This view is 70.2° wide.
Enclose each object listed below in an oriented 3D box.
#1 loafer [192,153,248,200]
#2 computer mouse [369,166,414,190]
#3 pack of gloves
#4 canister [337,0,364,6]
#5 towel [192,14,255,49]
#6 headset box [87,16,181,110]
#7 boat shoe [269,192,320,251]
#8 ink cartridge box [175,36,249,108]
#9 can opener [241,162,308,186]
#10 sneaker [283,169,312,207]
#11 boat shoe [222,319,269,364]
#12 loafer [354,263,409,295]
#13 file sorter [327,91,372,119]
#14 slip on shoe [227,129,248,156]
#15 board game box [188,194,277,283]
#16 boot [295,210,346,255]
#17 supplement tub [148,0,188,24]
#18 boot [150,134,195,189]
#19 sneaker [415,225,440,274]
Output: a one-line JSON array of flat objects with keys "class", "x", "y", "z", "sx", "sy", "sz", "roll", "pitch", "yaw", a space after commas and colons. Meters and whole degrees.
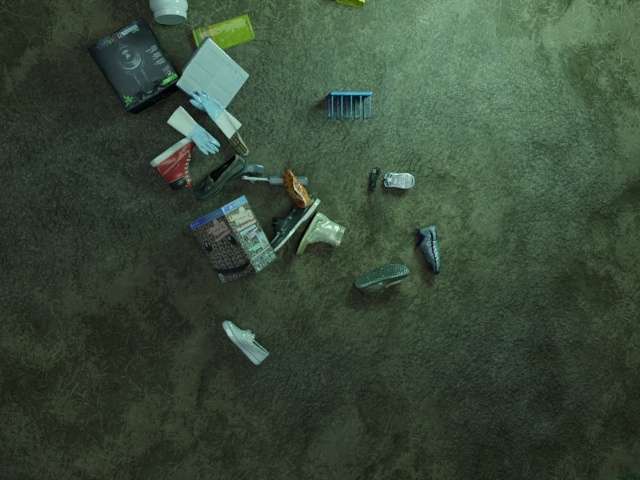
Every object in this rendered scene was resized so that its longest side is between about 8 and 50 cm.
[{"class": "loafer", "x": -0.428, "y": -0.269, "z": 1.879, "sx": 0.267, "sy": 0.084, "sz": 0.096, "roll": -34, "pitch": 63, "yaw": 5}, {"class": "computer mouse", "x": 0.316, "y": -0.263, "z": 2.010, "sx": 0.192, "sy": 0.042, "sz": 0.106, "roll": 6, "pitch": 93, "yaw": -2}, {"class": "pack of gloves", "x": -0.453, "y": -0.465, "z": 1.812, "sx": 0.232, "sy": 0.046, "sz": 0.195, "roll": 41, "pitch": 86, "yaw": -34}, {"class": "canister", "x": 0.134, "y": -1.061, "z": 1.855, "sx": 0.126, "sy": 0.073, "sz": 0.170, "roll": 10, "pitch": 96, "yaw": -8}, {"class": "towel", "x": -0.394, "y": -0.837, "z": 1.853, "sx": 0.237, "sy": 0.021, "sz": 0.102, "roll": -19, "pitch": 101, "yaw": -4}, {"class": "headset box", "x": -0.708, "y": -0.667, "z": 1.786, "sx": 0.246, "sy": 0.131, "sz": 0.283, "roll": -29, "pitch": 101, "yaw": -1}, {"class": "boat shoe", "x": -0.151, "y": -0.077, "z": 1.939, "sx": 0.113, "sy": 0.127, "sz": 0.340, "roll": 42, "pitch": 90, "yaw": -9}, {"class": "ink cartridge box", "x": -0.432, "y": -0.642, "z": 1.811, "sx": 0.223, "sy": 0.045, "sz": 0.224, "roll": 36, "pitch": 91, "yaw": -43}, {"class": "can opener", "x": -0.195, "y": -0.278, "z": 1.930, "sx": 0.283, "sy": 0.076, "sz": 0.095, "roll": 1, "pitch": 99, "yaw": -8}, {"class": "sneaker", "x": -0.098, "y": -0.213, "z": 1.891, "sx": 0.064, "sy": 0.067, "sz": 0.175, "roll": -30, "pitch": 87, "yaw": 36}, {"class": "boat shoe", "x": -0.330, "y": 0.436, "z": 2.019, "sx": 0.084, "sy": 0.095, "sz": 0.258, "roll": -39, "pitch": 111, "yaw": -4}, {"class": "loafer", "x": 0.280, "y": 0.180, "z": 2.055, "sx": 0.251, "sy": 0.094, "sz": 0.088, "roll": -17, "pitch": 125, "yaw": 5}, {"class": "file sorter", "x": 0.119, "y": -0.561, "z": 1.904, "sx": 0.170, "sy": 0.118, "sz": 0.105, "roll": -1, "pitch": 101, "yaw": -6}, {"class": "slip on shoe", "x": -0.345, "y": -0.408, "z": 1.913, "sx": 0.051, "sy": 0.041, "sz": 0.135, "roll": -38, "pitch": 82, "yaw": 1}, {"class": "board game box", "x": -0.358, "y": 0.001, "z": 1.861, "sx": 0.232, "sy": 0.141, "sz": 0.291, "roll": -19, "pitch": 103, "yaw": 39}, {"class": "boot", "x": 0.000, "y": 0.000, "z": 1.994, "sx": 0.165, "sy": 0.077, "sz": 0.213, "roll": 29, "pitch": 91, "yaw": -12}, {"class": "supplement tub", "x": -0.591, "y": -0.954, "z": 1.750, "sx": 0.144, "sy": 0.144, "sz": 0.200, "roll": -7, "pitch": 99, "yaw": -5}, {"class": "boot", "x": -0.550, "y": -0.325, "z": 1.885, "sx": 0.244, "sy": 0.088, "sz": 0.176, "roll": -38, "pitch": 109, "yaw": -1}, {"class": "sneaker", "x": 0.488, "y": 0.046, "z": 2.069, "sx": 0.098, "sy": 0.083, "sz": 0.224, "roll": -6, "pitch": 97, "yaw": 18}]
